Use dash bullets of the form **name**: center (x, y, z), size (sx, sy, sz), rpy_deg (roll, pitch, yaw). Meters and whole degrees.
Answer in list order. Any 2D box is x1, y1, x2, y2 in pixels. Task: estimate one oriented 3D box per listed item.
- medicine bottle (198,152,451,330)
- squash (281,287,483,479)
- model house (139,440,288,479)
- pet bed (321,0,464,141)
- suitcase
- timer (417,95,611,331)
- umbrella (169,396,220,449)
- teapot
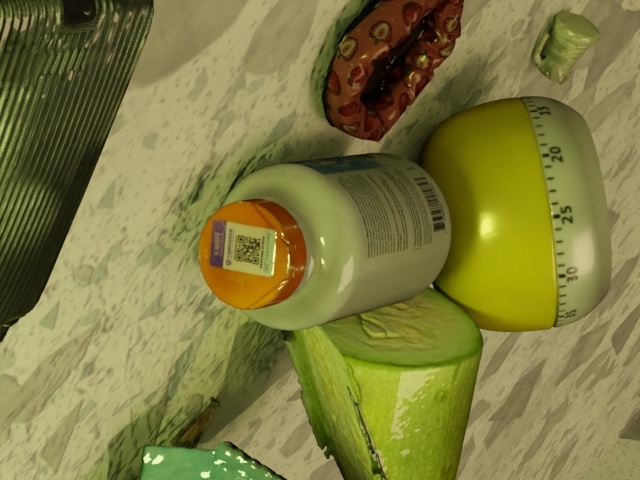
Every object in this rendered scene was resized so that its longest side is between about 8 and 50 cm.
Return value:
- **medicine bottle**: center (0.000, 0.000, 1.687), size (0.289, 0.157, 0.157), rpy_deg (-10, 133, -61)
- **squash**: center (0.043, 0.208, 1.892), size (0.210, 0.233, 0.309), rpy_deg (1, 118, -29)
- **model house**: center (-0.050, 0.341, 1.839), size (0.280, 0.249, 0.230), rpy_deg (57, 38, -74)
- **pet bed**: center (0.071, -0.181, 1.704), size (0.201, 0.053, 0.201), rpy_deg (-49, 164, -19)
- **suitcase**: center (-0.238, -0.056, 1.129), size (0.202, 0.128, 0.312), rpy_deg (-18, 138, -58)
- **timer**: center (0.169, -0.021, 1.952), size (0.285, 0.285, 0.285), rpy_deg (-44, 157, -24)
- **umbrella**: center (-0.135, 0.204, 1.905), size (0.083, 0.031, 0.020), rpy_deg (-49, 127, -18)
- **teapot**: center (0.286, -0.225, 2.099), size (0.067, 0.057, 0.083), rpy_deg (6, 131, -23)
